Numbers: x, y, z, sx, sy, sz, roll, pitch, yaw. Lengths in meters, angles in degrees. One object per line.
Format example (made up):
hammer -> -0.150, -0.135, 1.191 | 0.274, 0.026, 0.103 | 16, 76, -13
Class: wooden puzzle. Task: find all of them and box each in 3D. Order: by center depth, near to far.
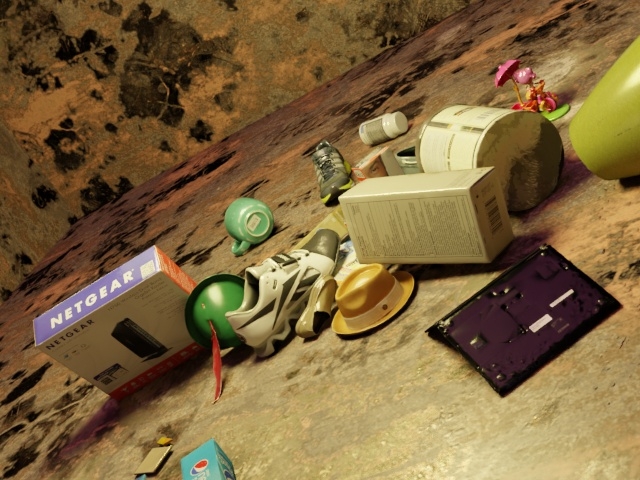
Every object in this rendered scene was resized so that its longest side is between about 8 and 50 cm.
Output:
wooden puzzle -> -0.328, 0.434, 1.680 | 0.079, 0.014, 0.116 | -19, 24, 46

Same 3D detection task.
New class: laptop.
laptop -> 0.317, 0.128, 1.399 | 0.234, 0.136, 0.264 | -36, 46, -6

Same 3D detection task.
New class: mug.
mug -> -0.197, -0.041, 2.441 | 0.130, 0.157, 0.097 | -15, 14, -25

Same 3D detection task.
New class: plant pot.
plant pot -> 0.597, -0.237, 1.504 | 0.293, 0.275, 0.274 | -36, 13, 42

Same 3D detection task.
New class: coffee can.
coffee can -> 0.347, -0.180, 1.789 | 0.202, 0.201, 0.275 | -37, 20, -8

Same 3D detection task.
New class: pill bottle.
pill bottle -> 0.192, -0.340, 2.578 | 0.137, 0.078, 0.078 | -14, 27, 42

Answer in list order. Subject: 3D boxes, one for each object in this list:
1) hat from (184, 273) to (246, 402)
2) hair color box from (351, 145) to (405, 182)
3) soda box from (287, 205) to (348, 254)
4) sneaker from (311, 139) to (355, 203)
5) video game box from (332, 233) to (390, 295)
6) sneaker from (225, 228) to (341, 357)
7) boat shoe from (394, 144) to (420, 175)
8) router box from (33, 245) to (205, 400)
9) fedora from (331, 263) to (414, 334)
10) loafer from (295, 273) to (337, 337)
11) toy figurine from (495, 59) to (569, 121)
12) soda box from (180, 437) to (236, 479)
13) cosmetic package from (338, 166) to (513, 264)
hat -> -0.188, 0.195, 1.828 | 0.173, 0.208, 0.183 | -13, 20, -17
hair color box -> 0.157, -0.129, 2.010 | 0.093, 0.167, 0.053 | -40, 21, -16
soda box -> 0.000, 0.000, 2.020 | 0.181, 0.061, 0.058 | -42, -1, 33
sneaker -> 0.022, -0.198, 2.445 | 0.111, 0.121, 0.300 | -31, 20, 9
video game box -> 0.075, 0.048, 1.908 | 0.187, 0.048, 0.205 | -44, 22, -19
sneaker -> -0.080, 0.079, 1.842 | 0.122, 0.146, 0.330 | -9, 41, 57
boat shoe -> 0.328, -0.229, 2.079 | 0.320, 0.099, 0.116 | -23, 23, 27
router box -> -0.424, 0.199, 1.945 | 0.336, 0.301, 0.082 | -31, 47, 8
fedora -> 0.091, 0.105, 1.701 | 0.194, 0.079, 0.194 | -30, 20, 12
loafer -> 0.002, 0.141, 1.776 | 0.050, 0.056, 0.148 | 11, 70, 43
toy figurine -> 0.492, -0.362, 2.048 | 0.130, 0.159, 0.173 | -44, 23, -26
soda box -> -0.179, 0.418, 1.408 | 0.071, 0.067, 0.210 | -34, 20, -2
cosmetic package -> 0.204, -0.044, 1.674 | 0.310, 0.160, 0.113 | 0, 25, 41
